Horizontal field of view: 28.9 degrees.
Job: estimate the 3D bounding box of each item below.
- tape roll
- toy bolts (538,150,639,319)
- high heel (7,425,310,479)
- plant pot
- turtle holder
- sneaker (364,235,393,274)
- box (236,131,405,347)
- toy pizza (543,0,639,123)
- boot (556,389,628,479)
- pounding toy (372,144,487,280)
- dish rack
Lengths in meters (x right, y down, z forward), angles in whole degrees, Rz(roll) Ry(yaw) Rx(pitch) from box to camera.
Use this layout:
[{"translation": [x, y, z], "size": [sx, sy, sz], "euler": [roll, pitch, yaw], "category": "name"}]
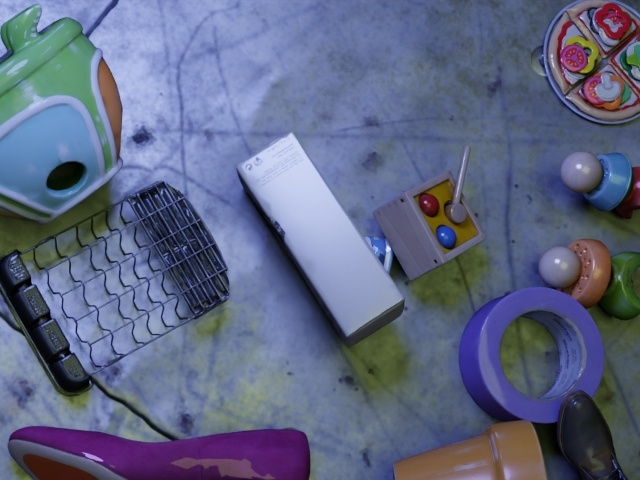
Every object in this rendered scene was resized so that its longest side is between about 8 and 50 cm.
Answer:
[{"translation": [0.295, 0.163, 1.743], "size": [0.189, 0.080, 0.189], "euler": [3, 79, -14], "category": "tape roll"}, {"translation": [0.416, -0.025, 1.745], "size": [0.158, 0.218, 0.229], "euler": [15, 69, -25], "category": "toy bolts"}, {"translation": [-0.202, 0.276, 1.606], "size": [0.377, 0.127, 0.181], "euler": [22, 47, -5], "category": "high heel"}, {"translation": [0.194, 0.347, 1.634], "size": [0.187, 0.205, 0.205], "euler": [-5, 81, 0], "category": "plant pot"}, {"translation": [-0.390, -0.127, 1.542], "size": [0.320, 0.243, 0.227], "euler": [-44, 110, -26], "category": "turtle holder"}, {"translation": [0.062, 0.060, 1.719], "size": [0.059, 0.053, 0.144], "euler": [12, 70, -9], "category": "sneaker"}, {"translation": [0.000, 0.000, 1.651], "size": [0.094, 0.113, 0.275], "euler": [-32, 77, -5], "category": "box"}, {"translation": [0.435, -0.276, 1.883], "size": [0.201, 0.032, 0.201], "euler": [3, 79, -14], "category": "toy pizza"}, {"translation": [0.389, 0.309, 1.681], "size": [0.082, 0.106, 0.219], "euler": [-26, 114, -14], "category": "boot"}, {"translation": [0.166, -0.040, 1.723], "size": [0.141, 0.100, 0.130], "euler": [-27, 87, -45], "category": "pounding toy"}, {"translation": [-0.264, 0.053, 1.628], "size": [0.271, 0.074, 0.208], "euler": [-29, 89, -19], "category": "dish rack"}]
